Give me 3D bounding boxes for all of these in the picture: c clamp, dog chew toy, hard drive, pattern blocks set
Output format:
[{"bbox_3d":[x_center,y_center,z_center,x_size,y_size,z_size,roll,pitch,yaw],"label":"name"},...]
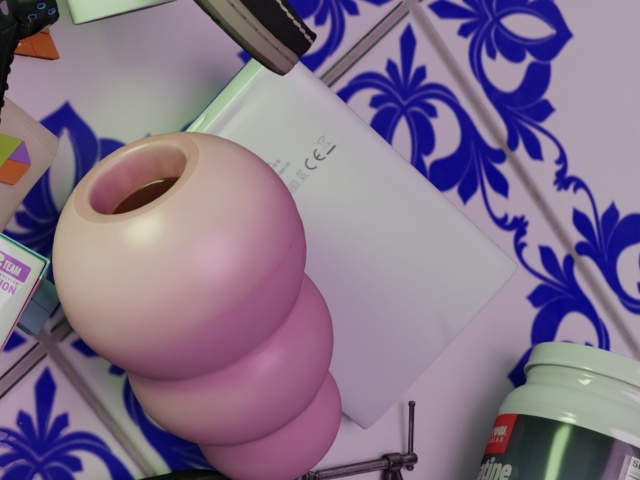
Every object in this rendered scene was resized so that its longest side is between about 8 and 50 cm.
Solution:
[{"bbox_3d":[0.029,0.233,1.716,0.160,0.022,0.137,-12,100,-34],"label":"c clamp"},{"bbox_3d":[-0.082,0.073,1.522,0.206,0.206,0.332,-46,128,-26],"label":"dog chew toy"},{"bbox_3d":[0.000,0.000,1.645,0.318,0.040,0.210,41,93,-25],"label":"hard drive"},{"bbox_3d":[-0.311,-0.081,1.500,0.325,0.026,0.285,31,72,-29],"label":"pattern blocks set"}]

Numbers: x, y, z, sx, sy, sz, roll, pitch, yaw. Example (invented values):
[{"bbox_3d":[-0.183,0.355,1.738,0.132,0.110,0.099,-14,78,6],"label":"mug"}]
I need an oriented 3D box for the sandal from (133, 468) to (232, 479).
[{"bbox_3d":[-0.206,0.280,1.468,0.445,0.107,0.168,-14,106,-41],"label":"sandal"}]

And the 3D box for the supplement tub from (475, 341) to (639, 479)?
[{"bbox_3d":[0.239,0.253,1.748,0.191,0.191,0.272,29,73,-29],"label":"supplement tub"}]

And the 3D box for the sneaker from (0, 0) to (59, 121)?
[{"bbox_3d":[-0.258,-0.145,1.474,0.121,0.079,0.217,-12,91,-35],"label":"sneaker"}]

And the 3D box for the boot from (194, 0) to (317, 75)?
[{"bbox_3d":[-0.044,-0.343,1.391,0.284,0.138,0.377,-37,105,-2],"label":"boot"}]

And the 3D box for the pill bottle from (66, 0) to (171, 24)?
[{"bbox_3d":[-0.193,-0.316,1.514,0.146,0.146,0.264,-19,99,-32],"label":"pill bottle"}]

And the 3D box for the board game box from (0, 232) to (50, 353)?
[{"bbox_3d":[-0.385,0.096,1.406,0.242,0.064,0.316,33,76,-28],"label":"board game box"}]
